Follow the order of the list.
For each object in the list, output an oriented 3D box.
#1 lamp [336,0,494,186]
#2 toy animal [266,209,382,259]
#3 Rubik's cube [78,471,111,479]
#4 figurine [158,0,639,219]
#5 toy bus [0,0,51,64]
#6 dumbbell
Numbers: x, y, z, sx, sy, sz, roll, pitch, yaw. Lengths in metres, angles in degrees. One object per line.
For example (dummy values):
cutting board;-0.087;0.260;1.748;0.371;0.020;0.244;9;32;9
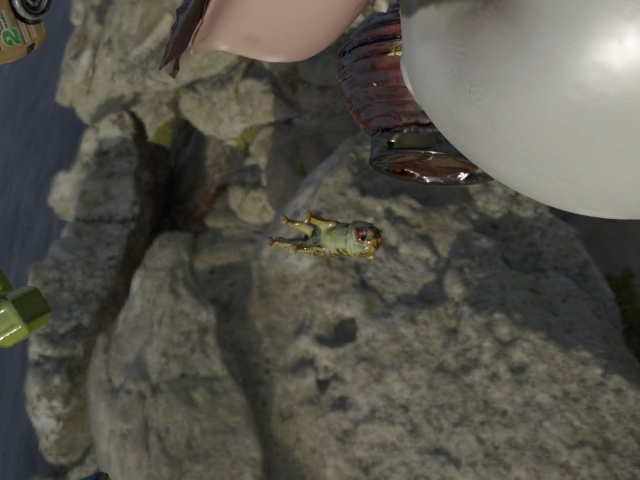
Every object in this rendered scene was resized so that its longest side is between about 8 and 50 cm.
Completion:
lamp;0.134;-0.180;0.914;0.247;0.247;0.247;-23;61;49
toy animal;0.000;0.000;1.104;0.241;0.099;0.056;172;109;-70
Rubik's cube;-0.285;0.373;0.900;0.162;0.161;0.163;-150;39;-79
figurine;0.104;-0.128;0.427;0.253;0.361;0.211;145;132;-62
toy bus;-0.391;-0.301;0.807;0.139;0.157;0.289;20;139;30
dumbbell;-0.562;0.032;1.363;0.121;0.302;0.108;-34;3;8
